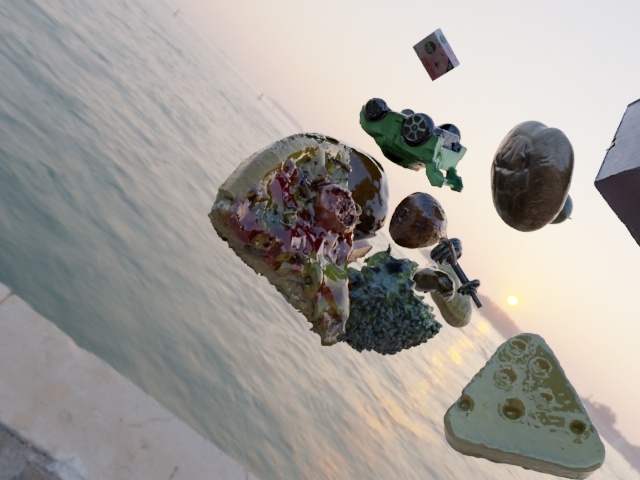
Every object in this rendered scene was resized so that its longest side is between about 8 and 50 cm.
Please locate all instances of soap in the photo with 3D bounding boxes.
[{"bbox_3d":[0.706,-0.115,1.065,0.285,0.296,0.107,46,-31,-14],"label":"soap"}]

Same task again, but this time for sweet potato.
[{"bbox_3d":[0.357,0.131,1.723,0.124,0.098,0.310,3,7,-1],"label":"sweet potato"}]

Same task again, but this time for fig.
[{"bbox_3d":[0.277,-0.027,1.288,0.201,0.146,0.134,27,54,-14],"label":"fig"}]

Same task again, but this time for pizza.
[{"bbox_3d":[0.000,0.000,0.990,0.440,0.130,0.406,-37,113,-54],"label":"pizza"}]

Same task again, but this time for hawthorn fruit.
[{"bbox_3d":[0.062,-0.154,1.537,0.308,0.308,0.325,50,-24,36],"label":"hawthorn fruit"}]

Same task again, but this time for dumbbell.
[{"bbox_3d":[0.430,0.097,1.613,0.110,0.110,0.255,35,26,-57],"label":"dumbbell"}]

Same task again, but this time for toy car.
[{"bbox_3d":[0.269,-0.289,1.528,0.358,0.177,0.213,31,19,34],"label":"toy car"}]

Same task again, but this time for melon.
[{"bbox_3d":[0.656,-0.109,1.512,0.167,0.114,0.114,39,5,11],"label":"melon"}]

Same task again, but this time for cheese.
[{"bbox_3d":[0.538,0.419,1.398,0.384,0.383,0.104,50,-13,35],"label":"cheese"}]

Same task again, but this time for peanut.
[{"bbox_3d":[0.536,0.227,2.154,0.306,0.147,0.147,58,3,-16],"label":"peanut"}]

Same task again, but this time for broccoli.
[{"bbox_3d":[0.177,0.145,1.408,0.347,0.293,0.281,15,44,-19],"label":"broccoli"}]

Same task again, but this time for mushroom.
[{"bbox_3d":[0.498,-0.159,1.247,0.145,0.278,0.278,7,16,-10],"label":"mushroom"}]

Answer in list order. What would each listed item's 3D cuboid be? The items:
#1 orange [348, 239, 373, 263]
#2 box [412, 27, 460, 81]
[{"bbox_3d":[0.038,0.058,1.884,0.274,0.274,0.310,43,41,-15],"label":"orange"},{"bbox_3d":[0.343,-0.550,1.553,0.043,0.089,0.125,-42,102,-40],"label":"box"}]
